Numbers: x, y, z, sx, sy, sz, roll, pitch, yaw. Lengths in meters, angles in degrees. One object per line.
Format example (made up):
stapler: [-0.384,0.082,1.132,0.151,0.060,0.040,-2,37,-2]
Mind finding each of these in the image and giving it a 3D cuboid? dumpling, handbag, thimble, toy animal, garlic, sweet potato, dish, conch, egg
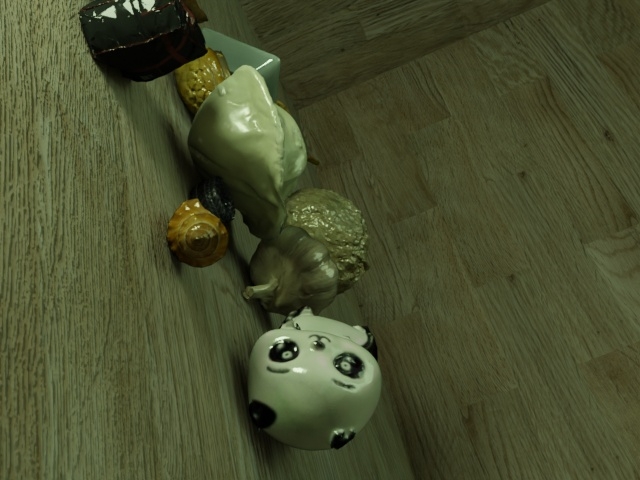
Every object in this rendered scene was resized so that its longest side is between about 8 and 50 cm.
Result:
dumpling: [-0.146,-0.149,1.750,0.395,0.233,0.315,110,-36,-53]
handbag: [-0.304,-0.369,1.486,0.215,0.170,0.155,-11,79,-84]
thimble: [-0.215,-0.073,1.672,0.104,0.066,0.095,-98,163,-54]
toy animal: [-0.008,0.261,1.522,0.250,0.251,0.310,67,15,-6]
garlic: [-0.082,0.092,1.817,0.212,0.219,0.218,-30,99,-54]
sweet potato: [-0.380,-0.677,2.347,0.067,0.059,0.281,58,1,30]
dish: [-0.223,-0.394,2.047,0.080,0.243,0.181,-39,147,-47]
conch: [-0.216,-0.007,1.417,0.109,0.093,0.330,49,-11,-9]
egg: [0.000,0.000,2.307,0.310,0.279,0.279,54,5,8]

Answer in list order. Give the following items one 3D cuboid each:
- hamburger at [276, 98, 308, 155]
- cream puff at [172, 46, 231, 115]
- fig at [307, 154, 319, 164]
hamburger: [-0.147,-0.319,2.612,0.244,0.163,0.244,63,0,-1]
cream puff: [-0.263,-0.357,1.920,0.189,0.130,0.189,157,-90,-82]
fig: [-0.121,-0.218,2.268,0.175,0.207,0.175,-12,90,-80]
